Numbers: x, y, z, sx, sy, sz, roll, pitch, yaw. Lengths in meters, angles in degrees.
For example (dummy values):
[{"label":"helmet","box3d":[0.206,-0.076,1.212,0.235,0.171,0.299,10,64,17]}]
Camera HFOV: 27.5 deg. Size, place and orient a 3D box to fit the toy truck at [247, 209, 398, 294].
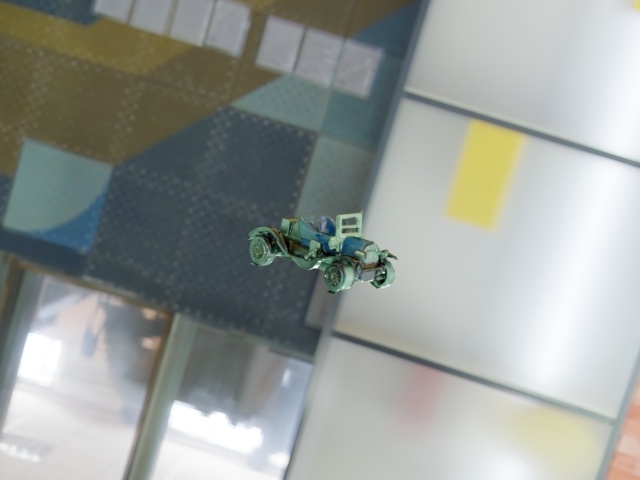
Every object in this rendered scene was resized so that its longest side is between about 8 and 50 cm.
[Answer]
[{"label":"toy truck","box3d":[0.001,0.000,1.339,0.154,0.078,0.080,18,-165,42]}]
